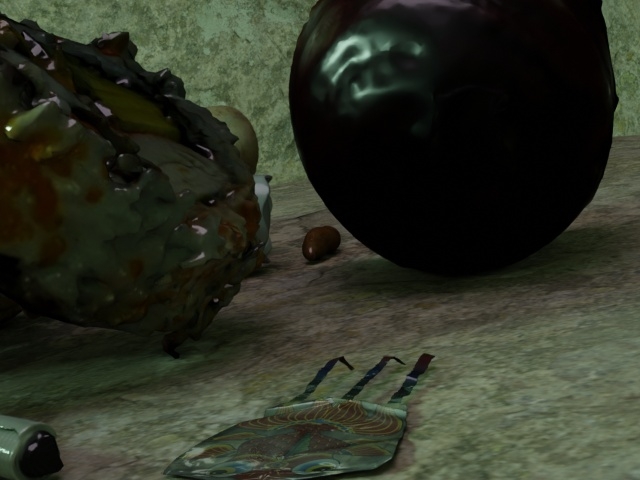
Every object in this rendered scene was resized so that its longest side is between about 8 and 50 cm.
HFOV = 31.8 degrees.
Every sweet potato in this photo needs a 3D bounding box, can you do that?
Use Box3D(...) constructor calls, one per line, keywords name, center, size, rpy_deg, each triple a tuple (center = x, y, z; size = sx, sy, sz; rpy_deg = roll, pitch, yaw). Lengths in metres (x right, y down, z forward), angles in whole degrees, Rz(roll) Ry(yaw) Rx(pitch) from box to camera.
Box3D(name="sweet potato", center=(0.005, 0.000, 1.431), size=(0.044, 0.044, 0.179), rpy_deg=(-8, 8, 10))

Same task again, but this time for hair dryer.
Box3D(name="hair dryer", center=(-0.246, 0.119, 0.668), size=(0.236, 0.073, 0.131), rpy_deg=(7, 15, 33))

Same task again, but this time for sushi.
Box3D(name="sushi", center=(-0.221, -0.081, 0.936), size=(0.417, 0.176, 0.417), rpy_deg=(32, 13, -8))

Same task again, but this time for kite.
Box3D(name="kite", center=(0.005, 0.098, 0.661), size=(0.127, 0.016, 0.229), rpy_deg=(-3, 8, 19))

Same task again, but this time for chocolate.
Box3D(name="chocolate", center=(0.149, -0.130, 1.132), size=(0.384, 0.383, 0.331), rpy_deg=(-9, 18, -1))

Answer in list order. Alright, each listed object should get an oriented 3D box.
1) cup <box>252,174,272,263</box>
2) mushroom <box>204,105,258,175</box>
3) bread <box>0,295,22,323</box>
Box3D(name="cup", center=(-0.145, -0.029, 1.359), size=(0.173, 0.167, 0.299), rpy_deg=(1, 22, 0))
Box3D(name="mushroom", center=(-0.188, -0.061, 1.600), size=(0.189, 0.195, 0.253), rpy_deg=(-19, -24, -21))
Box3D(name="bread", center=(-0.449, 0.021, 1.183), size=(0.370, 0.191, 0.314), rpy_deg=(-12, 5, 10))
